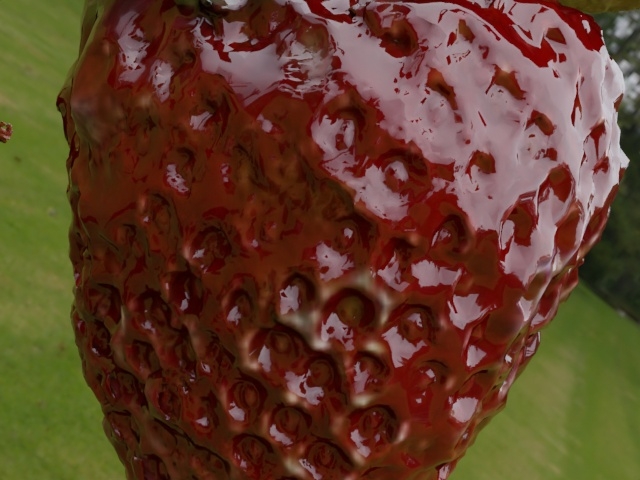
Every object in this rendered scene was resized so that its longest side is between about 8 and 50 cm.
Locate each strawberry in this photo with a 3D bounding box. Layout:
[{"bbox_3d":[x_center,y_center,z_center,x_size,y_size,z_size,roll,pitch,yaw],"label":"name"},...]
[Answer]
[{"bbox_3d":[0.005,-0.012,0.630,0.291,0.310,0.292,-1,29,1],"label":"strawberry"}]

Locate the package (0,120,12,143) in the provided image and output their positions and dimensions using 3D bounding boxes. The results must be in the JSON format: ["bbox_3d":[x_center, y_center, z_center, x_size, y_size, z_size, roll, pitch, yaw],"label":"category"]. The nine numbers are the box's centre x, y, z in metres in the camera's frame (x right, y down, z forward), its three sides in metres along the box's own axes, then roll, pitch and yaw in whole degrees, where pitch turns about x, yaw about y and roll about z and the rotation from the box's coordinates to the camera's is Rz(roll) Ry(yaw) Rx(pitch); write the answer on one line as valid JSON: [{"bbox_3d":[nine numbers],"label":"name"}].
[{"bbox_3d":[-0.428,-0.109,0.984,0.223,0.288,0.108,53,31,-59],"label":"package"}]

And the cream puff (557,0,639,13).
[{"bbox_3d":[0.165,-0.276,0.654,0.327,0.231,0.343,12,-19,-36],"label":"cream puff"}]
